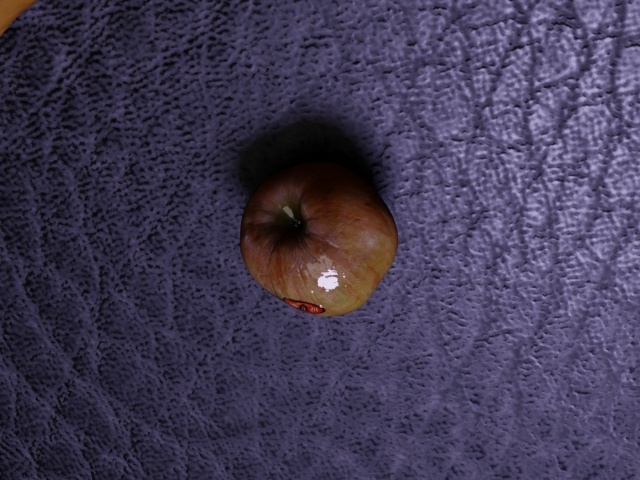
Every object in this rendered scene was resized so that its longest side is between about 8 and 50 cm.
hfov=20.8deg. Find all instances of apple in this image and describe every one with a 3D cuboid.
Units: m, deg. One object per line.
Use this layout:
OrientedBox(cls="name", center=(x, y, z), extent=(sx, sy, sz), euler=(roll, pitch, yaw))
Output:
OrientedBox(cls="apple", center=(-0.001, -0.003, 1.417), extent=(0.126, 0.126, 0.102), euler=(-25, 148, 22))

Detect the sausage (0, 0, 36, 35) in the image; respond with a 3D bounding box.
OrientedBox(cls="sausage", center=(-0.283, -0.181, 1.358), extent=(0.109, 0.109, 0.270), euler=(38, 121, -14))
